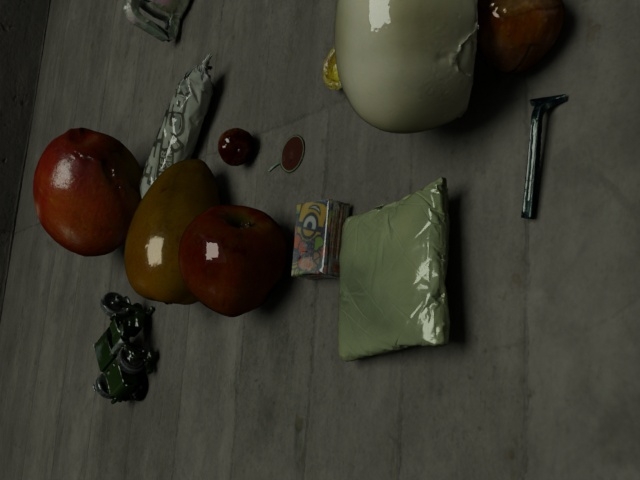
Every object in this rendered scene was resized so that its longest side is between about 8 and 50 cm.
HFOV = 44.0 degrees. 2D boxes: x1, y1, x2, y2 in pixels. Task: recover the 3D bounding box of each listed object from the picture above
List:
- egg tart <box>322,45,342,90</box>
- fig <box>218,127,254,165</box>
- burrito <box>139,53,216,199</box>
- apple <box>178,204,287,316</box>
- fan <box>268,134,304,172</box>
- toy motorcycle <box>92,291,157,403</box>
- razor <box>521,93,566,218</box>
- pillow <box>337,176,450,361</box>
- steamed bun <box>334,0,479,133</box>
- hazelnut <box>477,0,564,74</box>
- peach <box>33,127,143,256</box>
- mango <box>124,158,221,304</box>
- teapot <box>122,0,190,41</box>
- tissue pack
[{"bbox_3d":[0.046,-0.351,1.602,0.105,0.039,0.105,-21,63,48],"label":"egg tart"},{"bbox_3d":[-0.200,-0.226,1.860,0.125,0.088,0.089,-121,53,-68],"label":"fig"},{"bbox_3d":[-0.367,-0.283,2.066,0.446,0.101,0.139,-66,31,17],"label":"burrito"},{"bbox_3d":[-0.183,0.042,1.639,0.230,0.230,0.230,-20,64,48],"label":"apple"},{"bbox_3d":[-0.076,-0.180,1.735,0.133,0.005,0.085,-28,59,44],"label":"fan"},{"bbox_3d":[-0.520,0.285,2.076,0.205,0.127,0.275,-47,53,34],"label":"toy motorcycle"},{"bbox_3d":[0.320,-0.126,1.184,0.066,0.033,0.190,3,82,53],"label":"razor"},{"bbox_3d":[0.124,0.060,1.347,0.280,0.076,0.274,-22,59,54],"label":"pillow"},{"bbox_3d":[0.125,-0.328,1.258,0.324,0.206,0.324,179,90,-89],"label":"steamed bun"},{"bbox_3d":[0.296,-0.334,1.214,0.150,0.150,0.150,-20,64,48],"label":"hazelnut"},{"bbox_3d":[-0.640,-0.137,2.206,0.372,0.289,0.373,8,100,60],"label":"peach"},{"bbox_3d":[-0.334,-0.021,1.851,0.264,0.221,0.378,-36,42,47],"label":"mango"},{"bbox_3d":[-0.482,-0.702,2.280,0.163,0.178,0.222,32,106,52],"label":"teapot"},{"bbox_3d":[0.000,0.000,1.534,0.108,0.060,0.148,-8,75,52],"label":"tissue pack"}]
